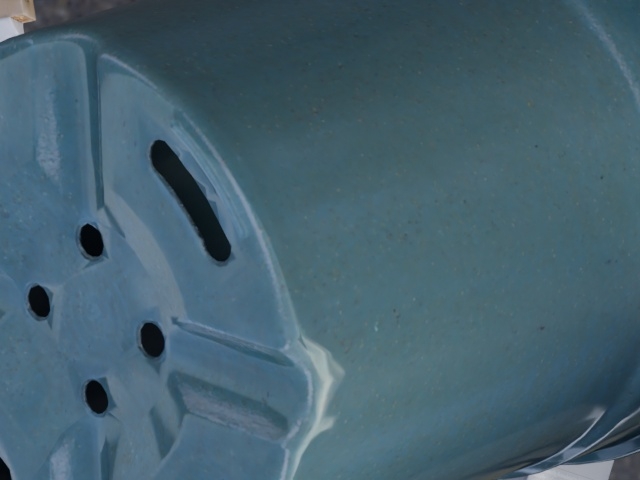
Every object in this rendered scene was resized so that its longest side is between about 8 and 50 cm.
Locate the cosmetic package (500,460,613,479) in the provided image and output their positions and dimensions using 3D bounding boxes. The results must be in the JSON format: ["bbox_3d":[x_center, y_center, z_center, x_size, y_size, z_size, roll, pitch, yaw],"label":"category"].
[{"bbox_3d":[0.152,0.169,1.584,0.127,0.107,0.238,22,176,-41],"label":"cosmetic package"}]

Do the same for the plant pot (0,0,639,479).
[{"bbox_3d":[0.000,0.000,0.838,0.341,0.341,0.334,-22,178,44],"label":"plant pot"}]

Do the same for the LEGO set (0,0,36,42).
[{"bbox_3d":[-0.366,-0.183,1.396,0.287,0.107,0.132,-27,145,34],"label":"LEGO set"}]
